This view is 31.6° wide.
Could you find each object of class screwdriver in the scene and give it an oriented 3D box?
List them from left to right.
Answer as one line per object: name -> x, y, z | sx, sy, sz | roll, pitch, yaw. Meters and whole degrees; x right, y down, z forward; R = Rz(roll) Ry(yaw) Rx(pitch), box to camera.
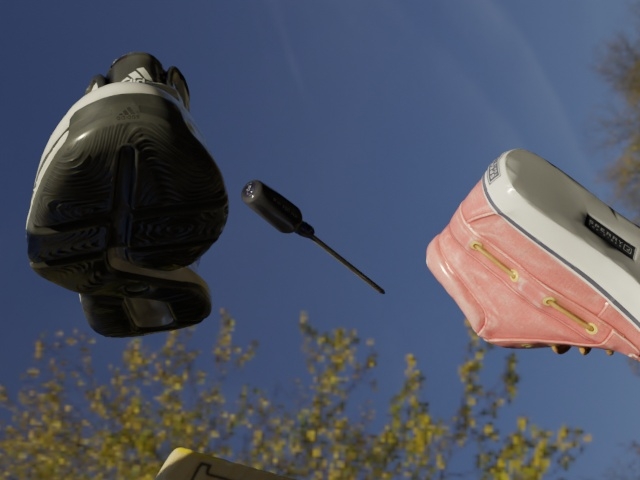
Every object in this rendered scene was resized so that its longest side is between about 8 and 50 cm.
screwdriver -> 0.000, 0.000, 0.838 | 0.170, 0.024, 0.025 | 34, -146, -46

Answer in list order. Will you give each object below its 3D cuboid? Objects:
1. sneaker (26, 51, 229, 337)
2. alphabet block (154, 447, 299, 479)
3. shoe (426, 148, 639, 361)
sneaker -> -0.189, -0.088, 1.046 | 0.447, 0.169, 0.257 | 106, 154, -68
alphabet block -> -0.129, 0.400, 1.371 | 0.197, 0.193, 0.192 | -59, -23, -46
shoe -> 0.142, 0.034, 0.592 | 0.178, 0.081, 0.063 | 37, -141, -1
